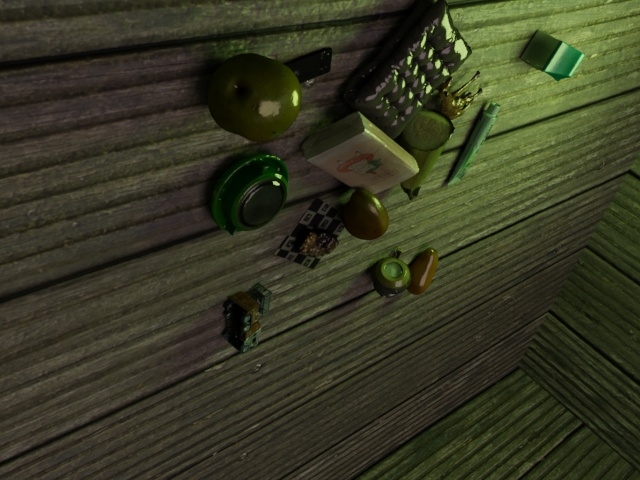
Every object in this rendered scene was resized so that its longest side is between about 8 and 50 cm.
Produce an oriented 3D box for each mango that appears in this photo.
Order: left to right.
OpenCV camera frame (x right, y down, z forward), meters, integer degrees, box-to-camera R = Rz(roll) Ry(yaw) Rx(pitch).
[{"bbox_3d":[0.122,-0.068,1.855,0.099,0.136,0.227,-58,167,-17],"label":"mango"},{"bbox_3d":[0.358,0.105,2.402,0.102,0.085,0.184,4,112,-47],"label":"mango"}]

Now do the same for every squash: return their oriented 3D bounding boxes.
[{"bbox_3d":[0.256,-0.219,1.896,0.137,0.137,0.287,-23,149,-34],"label":"squash"}]

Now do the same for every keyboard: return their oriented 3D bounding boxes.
[{"bbox_3d":[-0.057,-0.355,1.452,0.204,0.013,0.061,-28,144,-28],"label":"keyboard"}]

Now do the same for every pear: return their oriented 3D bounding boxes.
[{"bbox_3d":[-0.119,-0.268,1.328,0.216,0.180,0.166,27,70,-73],"label":"pear"}]

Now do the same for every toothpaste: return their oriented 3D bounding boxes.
[{"bbox_3d":[0.479,-0.297,2.134,0.075,0.048,0.296,-21,144,-45],"label":"toothpaste"}]

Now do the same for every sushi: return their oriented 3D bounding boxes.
[{"bbox_3d":[0.000,0.000,1.882,0.192,0.050,0.215,-52,149,8],"label":"sushi"}]

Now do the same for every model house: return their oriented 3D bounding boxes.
[{"bbox_3d":[0.694,-0.537,2.022,0.127,0.149,0.100,5,118,-51],"label":"model house"}]

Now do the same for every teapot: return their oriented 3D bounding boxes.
[{"bbox_3d":[0.233,0.107,2.232,0.119,0.130,0.165,102,9,-62],"label":"teapot"}]

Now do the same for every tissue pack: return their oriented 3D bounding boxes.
[{"bbox_3d":[0.107,-0.204,1.706,0.170,0.071,0.325,-25,155,23],"label":"tissue pack"}]

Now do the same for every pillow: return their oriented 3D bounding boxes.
[{"bbox_3d":[0.213,-0.406,1.644,0.326,0.101,0.228,-51,145,3],"label":"pillow"}]

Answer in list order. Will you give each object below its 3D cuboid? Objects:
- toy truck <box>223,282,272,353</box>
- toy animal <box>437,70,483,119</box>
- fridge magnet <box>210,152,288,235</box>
[{"bbox_3d":[-0.197,0.215,1.863,0.115,0.080,0.177,-32,145,-40],"label":"toy truck"},{"bbox_3d":[0.362,-0.385,1.848,0.275,0.054,0.149,-20,150,-51],"label":"toy animal"},{"bbox_3d":[-0.154,-0.102,1.545,0.208,0.088,0.208,-31,145,-25],"label":"fridge magnet"}]
